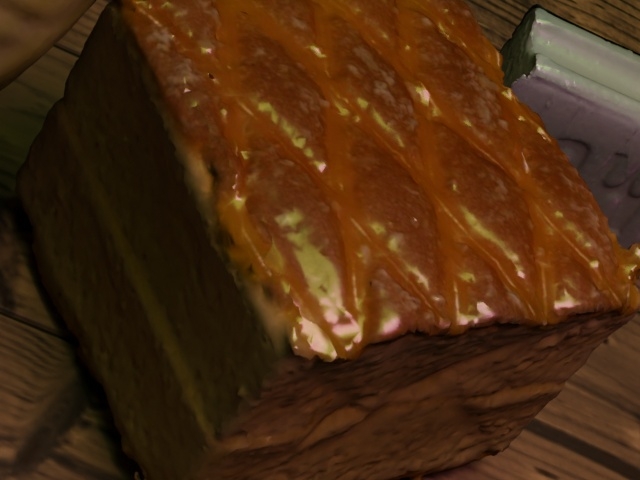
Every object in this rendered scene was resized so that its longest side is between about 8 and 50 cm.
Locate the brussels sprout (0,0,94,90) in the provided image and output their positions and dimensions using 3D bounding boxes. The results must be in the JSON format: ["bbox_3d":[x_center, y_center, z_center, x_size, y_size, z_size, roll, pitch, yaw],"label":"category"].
[{"bbox_3d":[-0.297,-0.196,0.820,0.342,0.361,0.425,51,4,-11],"label":"brussels sprout"}]

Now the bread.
[{"bbox_3d":[0.000,0.000,0.958,0.279,0.207,0.279,-8,58,-41],"label":"bread"}]

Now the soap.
[{"bbox_3d":[0.233,-0.065,1.225,0.261,0.150,0.094,21,40,-17],"label":"soap"}]
